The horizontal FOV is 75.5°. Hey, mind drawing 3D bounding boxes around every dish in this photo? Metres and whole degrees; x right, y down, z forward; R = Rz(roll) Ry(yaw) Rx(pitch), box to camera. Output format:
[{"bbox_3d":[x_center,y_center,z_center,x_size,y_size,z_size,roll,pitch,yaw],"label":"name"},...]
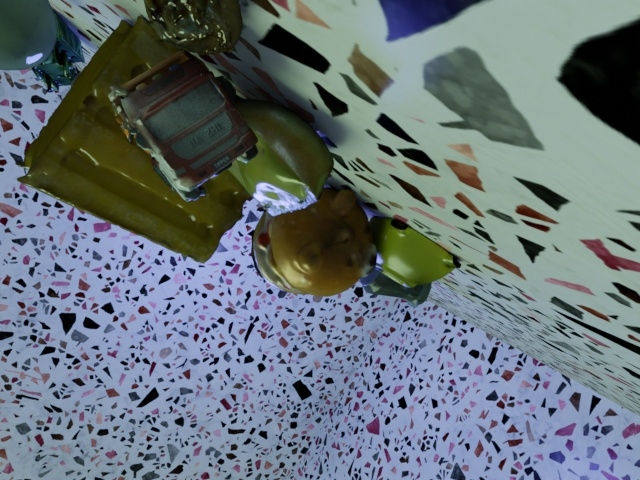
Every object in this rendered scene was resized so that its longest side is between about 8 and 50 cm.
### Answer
[{"bbox_3d":[0.194,0.044,0.968,0.221,0.108,0.262,32,179,-3],"label":"dish"}]

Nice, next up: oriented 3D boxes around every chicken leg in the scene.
[{"bbox_3d":[-0.124,-0.211,0.388,0.084,0.069,0.198,8,-164,-23],"label":"chicken leg"}]

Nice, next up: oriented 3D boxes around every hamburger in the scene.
[{"bbox_3d":[0.000,0.000,0.935,0.276,0.277,0.236,33,160,-21],"label":"hamburger"}]

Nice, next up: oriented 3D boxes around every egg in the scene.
[{"bbox_3d":[-0.580,-0.402,0.663,0.282,0.203,0.203,37,176,-36],"label":"egg"}]

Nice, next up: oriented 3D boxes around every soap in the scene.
[{"bbox_3d":[-0.270,-0.153,0.718,0.335,0.294,0.156,32,178,-43],"label":"soap"}]

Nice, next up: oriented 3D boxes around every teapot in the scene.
[{"bbox_3d":[0.265,0.126,1.471,0.225,0.171,0.203,26,-148,-21],"label":"teapot"}]

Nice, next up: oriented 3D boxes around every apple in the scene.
[{"bbox_3d":[-0.077,-0.138,0.609,0.193,0.120,0.265,47,165,-12],"label":"apple"}]

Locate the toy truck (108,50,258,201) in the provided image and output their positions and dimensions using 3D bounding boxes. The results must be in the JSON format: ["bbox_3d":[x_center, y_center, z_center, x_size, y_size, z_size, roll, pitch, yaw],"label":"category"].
[{"bbox_3d":[-0.172,-0.137,0.502,0.135,0.114,0.270,57,165,-25],"label":"toy truck"}]

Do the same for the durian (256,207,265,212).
[{"bbox_3d":[-0.099,-0.091,1.251,0.195,0.167,0.196,3,157,1],"label":"durian"}]

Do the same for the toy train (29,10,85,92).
[{"bbox_3d":[-0.689,-0.477,1.062,0.269,0.115,0.155,-151,49,-72],"label":"toy train"}]

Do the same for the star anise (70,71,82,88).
[{"bbox_3d":[-0.478,-0.380,1.137,0.359,0.139,0.316,12,-158,-46],"label":"star anise"}]
